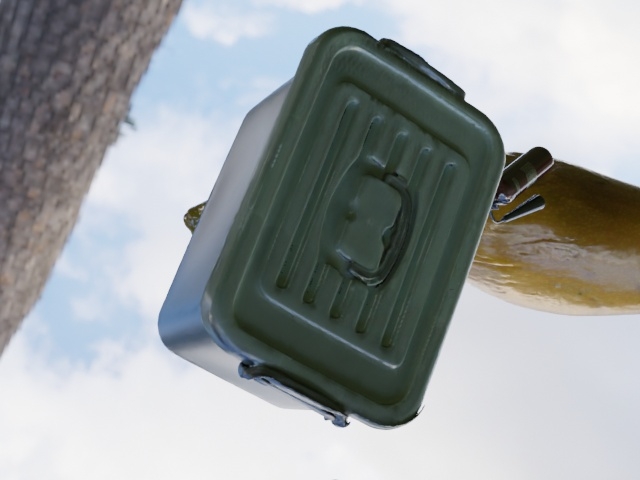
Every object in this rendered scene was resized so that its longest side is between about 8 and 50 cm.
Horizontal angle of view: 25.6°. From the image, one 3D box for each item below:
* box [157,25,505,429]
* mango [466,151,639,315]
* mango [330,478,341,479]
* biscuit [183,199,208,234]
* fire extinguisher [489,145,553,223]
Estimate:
[{"bbox_3d":[0.000,0.000,0.925,0.163,0.135,0.243,29,-113,-22],"label":"box"},{"bbox_3d":[0.253,-0.001,1.442,0.359,0.187,0.144,13,-114,13],"label":"mango"},{"bbox_3d":[0.036,0.388,1.352,0.173,0.211,0.317,11,-134,-27],"label":"mango"},{"bbox_3d":[-0.077,-0.010,1.908,0.174,0.183,0.039,52,-153,-7],"label":"biscuit"},{"bbox_3d":[0.157,-0.037,1.141,0.032,0.046,0.100,22,-140,30],"label":"fire extinguisher"}]
